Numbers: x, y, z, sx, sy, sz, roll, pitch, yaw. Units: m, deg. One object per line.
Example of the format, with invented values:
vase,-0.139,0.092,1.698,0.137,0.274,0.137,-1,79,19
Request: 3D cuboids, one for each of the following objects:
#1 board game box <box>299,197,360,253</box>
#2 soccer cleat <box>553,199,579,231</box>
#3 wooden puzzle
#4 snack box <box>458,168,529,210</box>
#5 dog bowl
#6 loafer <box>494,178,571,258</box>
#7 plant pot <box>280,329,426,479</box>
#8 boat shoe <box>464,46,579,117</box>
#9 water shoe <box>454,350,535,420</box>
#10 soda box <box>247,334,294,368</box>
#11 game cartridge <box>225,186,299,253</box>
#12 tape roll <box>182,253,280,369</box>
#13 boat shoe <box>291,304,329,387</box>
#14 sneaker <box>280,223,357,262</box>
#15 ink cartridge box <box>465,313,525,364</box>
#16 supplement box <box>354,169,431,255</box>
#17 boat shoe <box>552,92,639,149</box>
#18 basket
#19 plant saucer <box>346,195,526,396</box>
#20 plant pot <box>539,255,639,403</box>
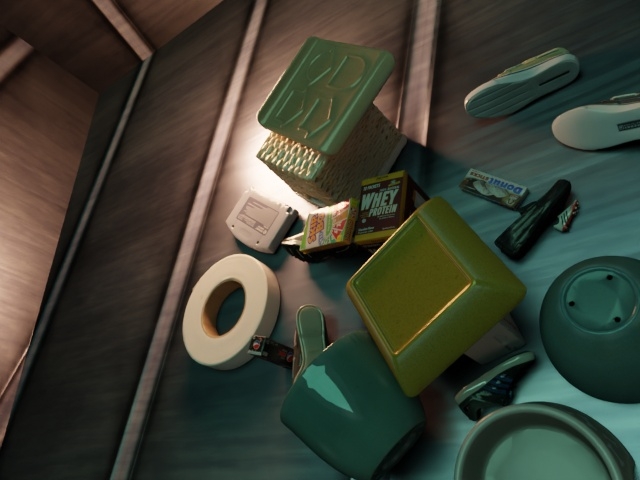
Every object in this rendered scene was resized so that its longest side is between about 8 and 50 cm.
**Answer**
board game box,0.016,-0.035,1.456,0.259,0.039,0.124,-17,56,61
soccer cleat,0.577,-0.060,1.216,0.035,0.029,0.083,23,86,40
wooden puzzle,0.014,-0.412,1.484,0.347,0.080,0.322,32,89,40
snack box,0.453,-0.136,1.366,0.178,0.022,0.064,32,86,46
dog bowl,0.414,0.474,0.982,0.348,0.102,0.349,-20,54,30
loafer,0.506,-0.060,1.239,0.223,0.076,0.078,-52,52,7
plant pot,0.094,0.393,1.178,0.235,0.293,0.293,40,93,30
boat shoe,0.544,-0.428,1.424,0.302,0.109,0.094,-18,39,20
water shoe,0.392,0.317,1.130,0.203,0.073,0.080,-41,67,19
soda box,-0.126,0.319,1.468,0.060,0.169,0.053,-2,64,39
game cartridge,-0.218,-0.069,1.858,0.294,0.060,0.196,30,82,45
tape roll,-0.304,0.234,1.735,0.392,0.072,0.392,-20,54,30
boat shoe,-0.022,0.346,1.439,0.112,0.095,0.335,-1,63,-1
sneaker,0.000,0.000,1.616,0.271,0.100,0.108,-7,52,30
ink cartridge box,0.327,0.121,1.190,0.117,0.201,0.278,-35,48,20
supplement box,0.205,-0.050,1.397,0.129,0.194,0.191,-10,59,36
boat shoe,0.702,-0.290,1.206,0.102,0.108,0.301,-40,22,-32
basket,0.025,-0.288,1.640,0.328,0.266,0.331,30,87,44
plant saucer,0.204,0.099,1.111,0.333,0.081,0.333,-48,43,18
plant pot,0.553,0.145,0.996,0.290,0.195,0.290,-20,53,30
